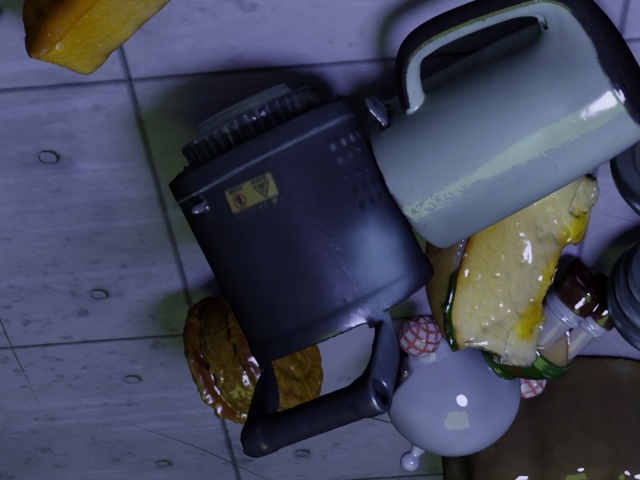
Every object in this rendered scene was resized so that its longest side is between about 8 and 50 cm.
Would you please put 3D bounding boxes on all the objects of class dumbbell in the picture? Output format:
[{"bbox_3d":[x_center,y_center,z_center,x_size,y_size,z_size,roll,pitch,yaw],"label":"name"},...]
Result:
[{"bbox_3d":[0.407,-0.007,1.382,0.179,0.179,0.406,-8,147,6],"label":"dumbbell"}]

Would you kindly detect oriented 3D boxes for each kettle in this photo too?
[{"bbox_3d":[0.177,-0.132,1.215,0.255,0.165,0.240,-27,128,26],"label":"kettle"}]

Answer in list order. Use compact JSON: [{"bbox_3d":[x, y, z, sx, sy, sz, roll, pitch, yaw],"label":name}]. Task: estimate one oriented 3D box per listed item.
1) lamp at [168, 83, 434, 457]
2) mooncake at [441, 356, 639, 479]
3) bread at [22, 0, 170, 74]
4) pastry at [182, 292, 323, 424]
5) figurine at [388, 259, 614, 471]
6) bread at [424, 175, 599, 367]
[{"bbox_3d":[-0.028,-0.015,1.250,0.205,0.374,0.272,-26,112,30],"label":"lamp"},{"bbox_3d":[0.369,0.342,1.859,0.378,0.200,0.378,-2,144,-1],"label":"mooncake"},{"bbox_3d":[-0.177,-0.237,1.089,0.094,0.102,0.245,24,138,-36],"label":"bread"},{"bbox_3d":[-0.082,0.140,1.556,0.103,0.188,0.189,-26,139,24],"label":"pastry"},{"bbox_3d":[0.226,0.163,1.633,0.281,0.167,0.370,25,127,-40],"label":"figurine"},{"bbox_3d":[0.200,0.006,1.439,0.174,0.251,0.133,18,-177,-29],"label":"bread"}]
